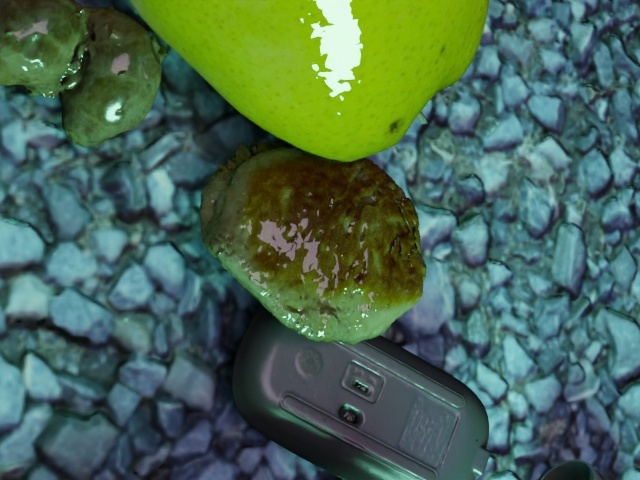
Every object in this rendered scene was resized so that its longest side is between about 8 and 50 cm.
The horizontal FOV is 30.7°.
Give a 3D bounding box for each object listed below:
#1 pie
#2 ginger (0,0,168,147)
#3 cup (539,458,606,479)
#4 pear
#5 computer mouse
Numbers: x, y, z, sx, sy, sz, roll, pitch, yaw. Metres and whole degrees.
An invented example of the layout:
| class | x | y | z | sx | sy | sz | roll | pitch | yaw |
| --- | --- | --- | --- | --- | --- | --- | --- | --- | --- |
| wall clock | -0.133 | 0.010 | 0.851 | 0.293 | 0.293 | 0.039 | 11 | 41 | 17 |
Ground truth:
| class | x | y | z | sx | sy | sz | roll | pitch | yaw |
| --- | --- | --- | --- | --- | --- | --- | --- | --- | --- |
| pie | 0.000 | 0.000 | 0.900 | 0.193 | 0.079 | 0.163 | 9 | 65 | -32 |
| ginger | -0.207 | -0.141 | 0.818 | 0.204 | 0.080 | 0.104 | 25 | 86 | -27 |
| cup | 0.234 | 0.263 | 1.027 | 0.099 | 0.074 | 0.102 | 45 | 67 | -18 |
| pear | -0.017 | -0.231 | 0.842 | 0.285 | 0.285 | 0.336 | -20 | 125 | -29 |
| computer mouse | 0.033 | 0.130 | 0.938 | 0.232 | 0.057 | 0.120 | 29 | 70 | -18 |
